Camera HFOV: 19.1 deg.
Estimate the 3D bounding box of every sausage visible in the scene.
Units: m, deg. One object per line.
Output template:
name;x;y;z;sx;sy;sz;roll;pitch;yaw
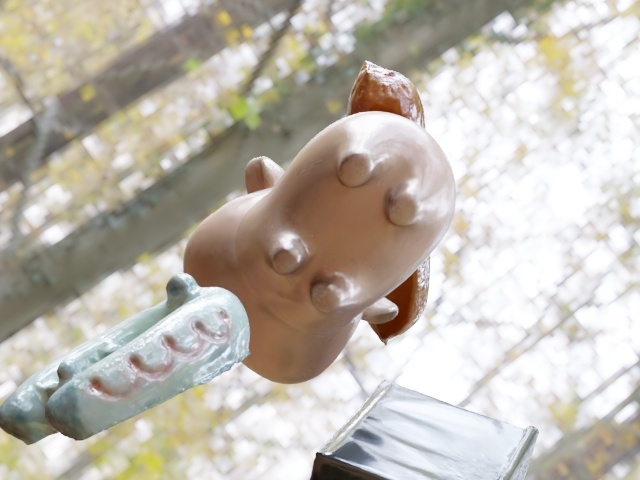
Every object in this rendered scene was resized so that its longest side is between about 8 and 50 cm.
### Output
sausage;0.085;-0.039;2.214;0.094;0.097;0.348;0;-65;14

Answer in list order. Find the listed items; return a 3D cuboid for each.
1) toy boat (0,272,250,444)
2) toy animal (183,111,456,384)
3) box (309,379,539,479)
toy boat;-0.143;0.085;1.422;0.134;0.207;0.079;-16;-82;54
toy animal;0.000;0.000;1.987;0.237;0.326;0.269;48;10;0
box;0.098;0.338;2.170;0.204;0.345;0.251;18;-77;11
